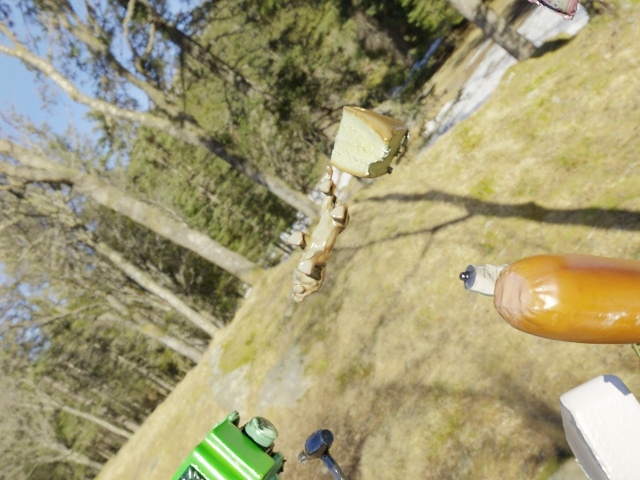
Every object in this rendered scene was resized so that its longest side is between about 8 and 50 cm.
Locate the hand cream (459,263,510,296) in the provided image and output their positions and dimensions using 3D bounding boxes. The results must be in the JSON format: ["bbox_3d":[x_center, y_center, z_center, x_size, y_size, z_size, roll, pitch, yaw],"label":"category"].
[{"bbox_3d":[0.386,0.087,1.115,0.052,0.247,0.075,135,141,-60],"label":"hand cream"}]

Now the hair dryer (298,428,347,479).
[{"bbox_3d":[0.027,0.652,1.589,0.075,0.219,0.196,-22,-26,-38],"label":"hair dryer"}]

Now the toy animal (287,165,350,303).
[{"bbox_3d":[0.000,0.000,1.315,0.313,0.097,0.157,-63,-19,-13],"label":"toy animal"}]

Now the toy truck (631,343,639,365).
[{"bbox_3d":[0.574,0.165,0.927,0.127,0.127,0.257,-36,19,21],"label":"toy truck"}]

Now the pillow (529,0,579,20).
[{"bbox_3d":[0.437,-0.496,0.986,0.043,0.118,0.185,-20,-41,-29],"label":"pillow"}]

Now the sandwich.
[{"bbox_3d":[0.089,-0.186,1.081,0.235,0.128,0.122,-33,-38,-72],"label":"sandwich"}]

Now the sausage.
[{"bbox_3d":[0.315,0.066,0.625,0.105,0.274,0.105,-174,90,-65],"label":"sausage"}]

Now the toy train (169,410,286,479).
[{"bbox_3d":[-0.161,0.372,0.829,0.243,0.132,0.188,-53,-11,5],"label":"toy train"}]

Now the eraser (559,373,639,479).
[{"bbox_3d":[0.682,0.494,1.249,0.149,0.331,0.331,-26,12,4],"label":"eraser"}]
